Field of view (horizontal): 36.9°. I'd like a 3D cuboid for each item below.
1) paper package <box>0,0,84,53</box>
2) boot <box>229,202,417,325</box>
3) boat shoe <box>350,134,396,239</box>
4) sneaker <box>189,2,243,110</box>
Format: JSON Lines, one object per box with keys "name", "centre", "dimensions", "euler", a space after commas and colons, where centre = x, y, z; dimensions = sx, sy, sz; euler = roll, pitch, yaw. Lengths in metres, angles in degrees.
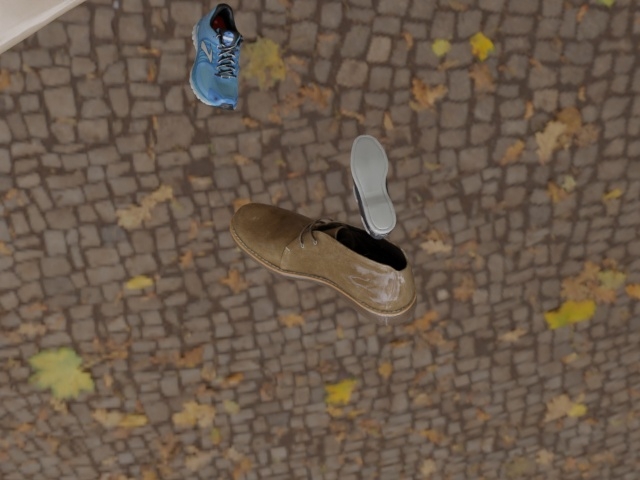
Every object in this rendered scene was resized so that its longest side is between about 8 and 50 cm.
{"name": "paper package", "centre": [-0.295, -0.387, 0.900], "dimensions": [0.309, 0.168, 0.325], "euler": [-33, 129, -6]}
{"name": "boot", "centre": [0.000, 0.000, 1.324], "dimensions": [0.305, 0.112, 0.115], "euler": [25, 146, 26]}
{"name": "boat shoe", "centre": [0.061, -0.062, 1.126], "dimensions": [0.046, 0.125, 0.038], "euler": [-11, 164, -12]}
{"name": "sneaker", "centre": [-0.134, -0.244, 1.258], "dimensions": [0.063, 0.162, 0.073], "euler": [5, 151, -29]}
